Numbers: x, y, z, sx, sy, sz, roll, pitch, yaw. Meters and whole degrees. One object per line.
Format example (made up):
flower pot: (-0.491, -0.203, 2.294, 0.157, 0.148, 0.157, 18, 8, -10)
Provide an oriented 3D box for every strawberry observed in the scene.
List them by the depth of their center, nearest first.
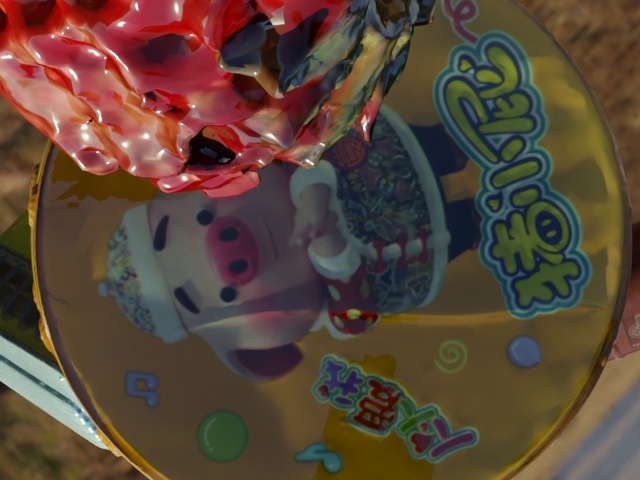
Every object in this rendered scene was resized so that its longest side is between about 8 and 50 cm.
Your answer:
strawberry: (-0.096, -0.208, 0.942, 0.295, 0.345, 0.317, -53, 166, -25)

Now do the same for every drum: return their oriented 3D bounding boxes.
drum: (0.000, 0.000, 1.316, 0.431, 0.431, 0.214, -43, -175, -6)

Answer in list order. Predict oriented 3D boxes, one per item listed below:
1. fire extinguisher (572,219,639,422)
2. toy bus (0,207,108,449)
fire extinguisher: (0.286, 0.049, 1.533, 0.337, 0.147, 0.106, -24, 141, 15)
toy bus: (-0.211, 0.077, 1.746, 0.190, 0.152, 0.312, -47, -147, -15)
